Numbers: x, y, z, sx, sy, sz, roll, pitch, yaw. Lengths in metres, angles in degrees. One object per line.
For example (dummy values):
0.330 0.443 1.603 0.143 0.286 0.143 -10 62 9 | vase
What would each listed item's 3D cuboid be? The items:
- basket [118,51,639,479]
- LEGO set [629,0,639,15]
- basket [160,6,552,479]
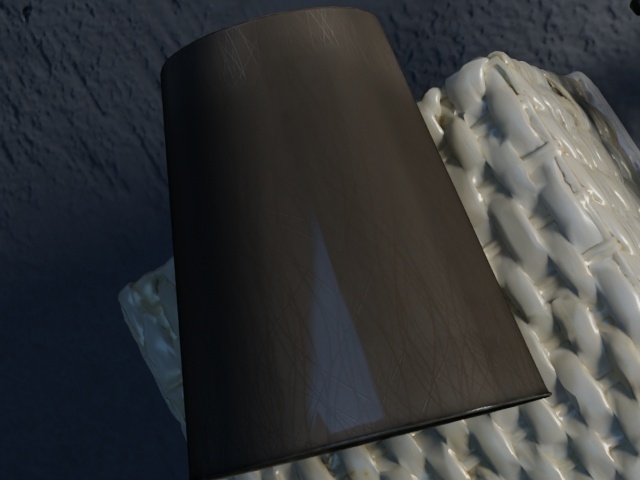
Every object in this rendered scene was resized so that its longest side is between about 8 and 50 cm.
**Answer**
0.100 0.094 0.996 0.328 0.266 0.331 -32 80 18 | basket
0.374 -0.095 0.908 0.331 0.192 0.255 42 141 22 | LEGO set
0.000 0.000 0.816 0.204 0.154 0.226 -16 81 17 | basket
